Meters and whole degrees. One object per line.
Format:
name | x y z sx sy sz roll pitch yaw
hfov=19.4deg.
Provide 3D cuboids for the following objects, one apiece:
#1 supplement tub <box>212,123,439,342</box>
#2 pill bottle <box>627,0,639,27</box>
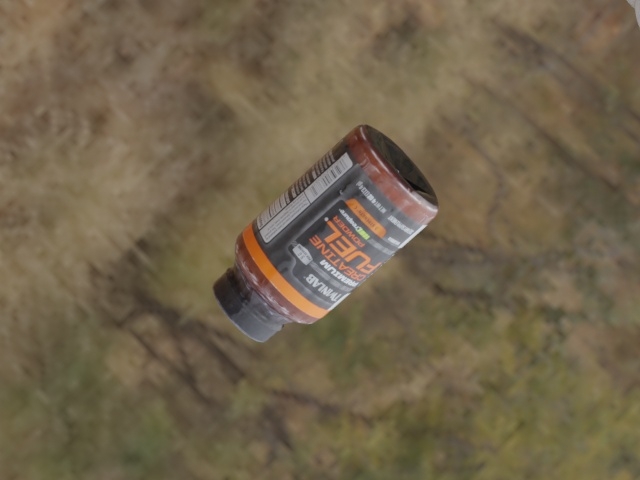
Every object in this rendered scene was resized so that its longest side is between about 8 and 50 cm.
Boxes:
supplement tub | 0.000 0.000 1.610 0.198 0.106 0.106 -43 163 15
pill bottle | 0.333 -0.182 1.506 0.117 0.215 0.117 -13 123 -21
